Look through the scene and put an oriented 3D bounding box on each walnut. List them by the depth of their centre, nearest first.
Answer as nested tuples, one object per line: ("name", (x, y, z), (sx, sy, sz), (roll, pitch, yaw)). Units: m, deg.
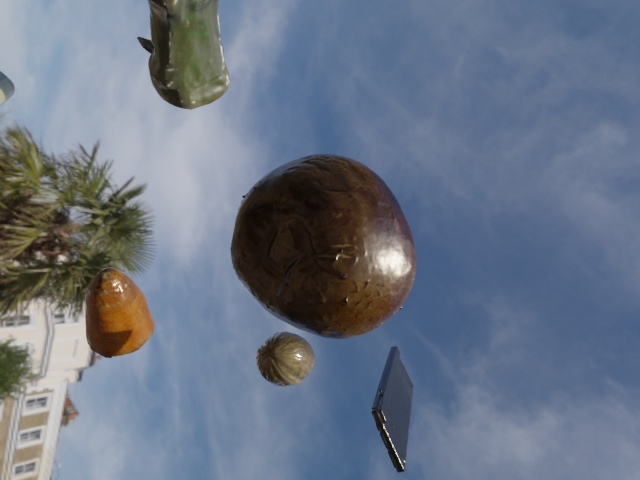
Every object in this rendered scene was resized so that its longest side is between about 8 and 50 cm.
("walnut", (-0.088, 0.299, 1.093), (0.140, 0.162, 0.140), (-22, -137, 22))

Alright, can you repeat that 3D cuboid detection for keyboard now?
("keyboard", (0.128, 0.263, 0.737), (0.018, 0.310, 0.101), (-24, -93, 14))

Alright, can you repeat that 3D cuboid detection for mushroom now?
("mushroom", (-0.007, 0.002, 0.493), (0.231, 0.138, 0.194), (23, -70, 24))

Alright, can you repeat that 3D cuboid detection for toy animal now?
("toy animal", (-0.174, -0.236, 0.526), (0.050, 0.084, 0.028), (-20, -111, 52))

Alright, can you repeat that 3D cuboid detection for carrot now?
("carrot", (-0.491, 0.156, 1.021), (0.159, 0.159, 0.225), (47, -34, 33))

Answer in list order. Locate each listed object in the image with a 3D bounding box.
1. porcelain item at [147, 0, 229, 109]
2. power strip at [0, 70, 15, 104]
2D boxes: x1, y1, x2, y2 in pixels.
("porcelain item", (-0.116, -0.213, 0.369), (0.069, 0.081, 0.215), (48, -27, 11))
("power strip", (-0.358, -0.115, 0.417), (0.092, 0.034, 0.268), (-38, -145, 1))
